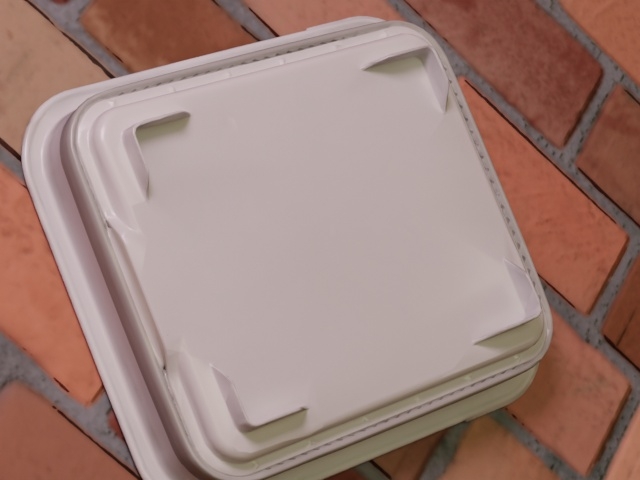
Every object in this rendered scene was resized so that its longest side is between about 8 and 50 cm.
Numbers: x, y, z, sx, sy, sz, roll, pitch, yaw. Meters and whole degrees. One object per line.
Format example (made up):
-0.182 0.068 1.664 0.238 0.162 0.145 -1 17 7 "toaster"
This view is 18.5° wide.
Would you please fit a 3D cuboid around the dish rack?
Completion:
0.000 0.000 1.245 0.333 0.072 0.285 -18 84 -35 "dish rack"
